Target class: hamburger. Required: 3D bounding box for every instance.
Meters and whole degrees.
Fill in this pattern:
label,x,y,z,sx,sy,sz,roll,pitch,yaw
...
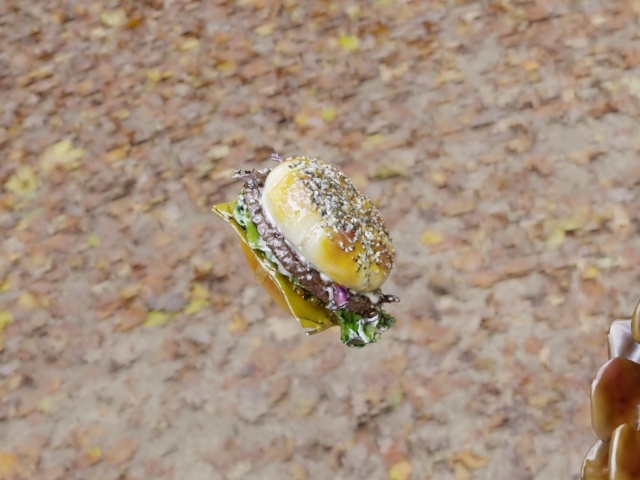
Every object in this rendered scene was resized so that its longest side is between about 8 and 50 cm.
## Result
label,x,y,z,sx,sy,sz,roll,pitch,yaw
hamburger,0.003,0.003,1.079,0.093,0.190,0.164,-41,-4,24

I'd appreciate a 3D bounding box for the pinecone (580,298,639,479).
label,x,y,z,sx,sy,sz,roll,pitch,yaw
pinecone,0.175,0.067,0.422,0.173,0.174,0.174,-12,33,8
